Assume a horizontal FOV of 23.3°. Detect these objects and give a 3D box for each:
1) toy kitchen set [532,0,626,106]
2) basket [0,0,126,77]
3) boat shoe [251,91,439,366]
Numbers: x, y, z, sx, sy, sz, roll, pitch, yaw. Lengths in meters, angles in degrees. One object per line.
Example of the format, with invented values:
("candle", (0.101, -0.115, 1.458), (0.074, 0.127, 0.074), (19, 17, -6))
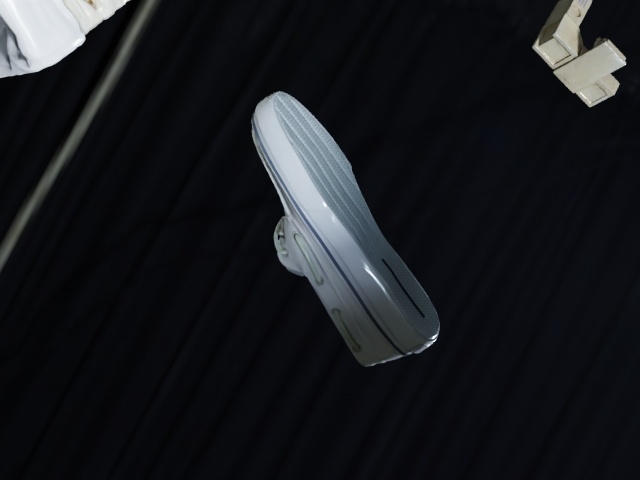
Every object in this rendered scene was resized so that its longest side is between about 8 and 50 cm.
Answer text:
("toy kitchen set", (0.260, -0.187, 1.454), (0.083, 0.075, 0.068), (44, 141, -16))
("basket", (-0.252, -0.313, 1.107), (0.331, 0.266, 0.328), (7, 132, 57))
("boat shoe", (0.000, 0.000, 1.171), (0.226, 0.075, 0.083), (59, -155, -5))
